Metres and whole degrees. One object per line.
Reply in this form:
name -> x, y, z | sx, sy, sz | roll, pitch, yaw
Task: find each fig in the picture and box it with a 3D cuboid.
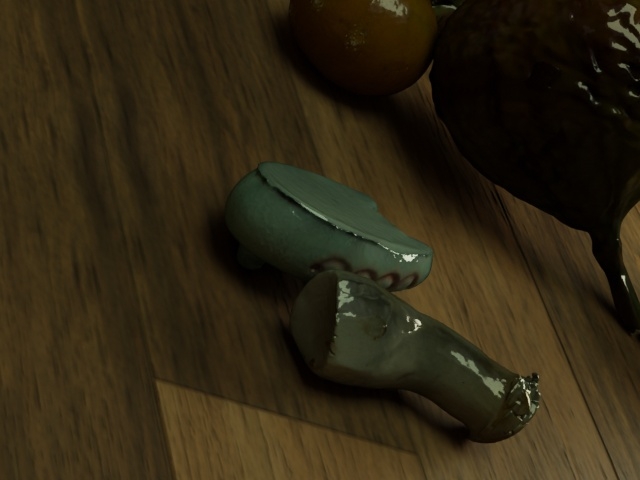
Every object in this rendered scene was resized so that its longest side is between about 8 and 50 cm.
fig -> 0.273, -0.087, 1.755 | 0.286, 0.286, 0.369 | -14, 89, -56

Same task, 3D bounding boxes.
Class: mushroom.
mushroom -> 0.079, 0.097, 1.427 | 0.223, 0.081, 0.092 | 28, 13, -27

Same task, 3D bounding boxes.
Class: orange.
orange -> 0.046, -0.218, 1.765 | 0.156, 0.124, 0.156 | 27, 35, -20

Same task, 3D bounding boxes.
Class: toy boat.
toy boat -> 0.000, 0.000, 1.477 | 0.134, 0.079, 0.207 | 44, 19, 33

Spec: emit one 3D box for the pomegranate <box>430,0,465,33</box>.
pomegranate -> 0.248, -0.269, 1.967 | 0.286, 0.231, 0.231 | 28, 32, -24
